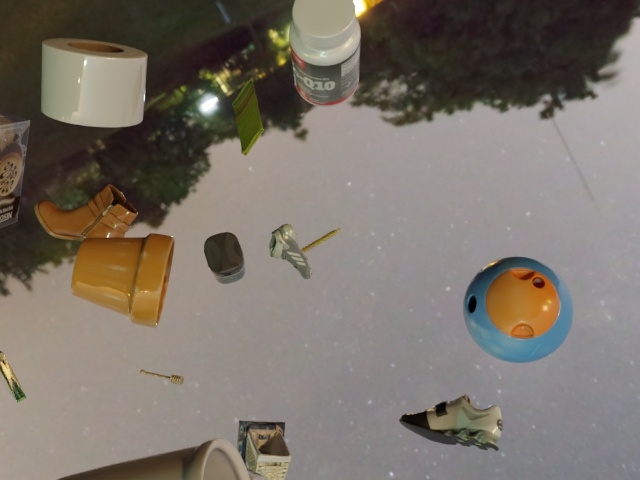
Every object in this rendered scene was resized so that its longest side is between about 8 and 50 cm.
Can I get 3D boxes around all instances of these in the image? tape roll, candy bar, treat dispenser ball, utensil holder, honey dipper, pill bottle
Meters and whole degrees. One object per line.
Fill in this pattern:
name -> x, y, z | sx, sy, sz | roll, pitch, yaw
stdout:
tape roll -> -0.556, -0.392, 1.692 | 0.246, 0.169, 0.246 | 9, -157, -4
candy bar -> 0.000, 0.000, 2.357 | 0.162, 0.018, 0.040 | -30, 173, 11
treat dispenser ball -> 0.533, 0.186, 1.860 | 0.288, 0.288, 0.288 | -30, -166, 9
utensil holder -> -0.364, 0.623, 1.456 | 0.386, 0.327, 0.327 | -15, -163, 9
honey dipper -> -0.528, 0.448, 2.270 | 0.161, 0.030, 0.030 | 8, -149, 20
pill bottle -> 0.011, -0.442, 1.579 | 0.161, 0.161, 0.283 | -35, 164, -8

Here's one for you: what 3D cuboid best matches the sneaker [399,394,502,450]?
sneaker -> 0.403, 0.543, 2.105 | 0.331, 0.122, 0.146 | -1, -123, 35

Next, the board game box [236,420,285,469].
board game box -> -0.207, 0.741, 2.343 | 0.165, 0.243, 0.042 | 11, 166, -33

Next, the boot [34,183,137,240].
boot -> -0.683, -0.081, 2.005 | 0.220, 0.283, 0.109 | -51, 167, 16

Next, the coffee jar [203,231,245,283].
coffee jar -> -0.208, 0.039, 1.505 | 0.079, 0.096, 0.184 | -17, 173, -7

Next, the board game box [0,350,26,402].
board game box -> -0.848, 0.357, 1.848 | 0.030, 0.136, 0.260 | -31, -169, -28

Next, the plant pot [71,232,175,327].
plant pot -> -0.431, 0.075, 1.498 | 0.188, 0.205, 0.205 | 11, -168, -8

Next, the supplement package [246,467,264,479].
supplement package -> -0.249, 0.596, 1.700 | 0.105, 0.179, 0.105 | 60, 53, -72

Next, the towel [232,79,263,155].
towel -> -0.203, -0.343, 1.899 | 0.102, 0.021, 0.237 | -51, -144, 33

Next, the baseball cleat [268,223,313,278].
baseball cleat -> -0.101, 0.049, 2.172 | 0.110, 0.205, 0.072 | -31, -158, -21

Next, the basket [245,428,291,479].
basket -> -0.172, 0.689, 2.195 | 0.114, 0.103, 0.167 | 9, -169, -19

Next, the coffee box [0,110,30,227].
coffee box -> -0.882, -0.184, 1.822 | 0.168, 0.119, 0.297 | -62, 168, -72
